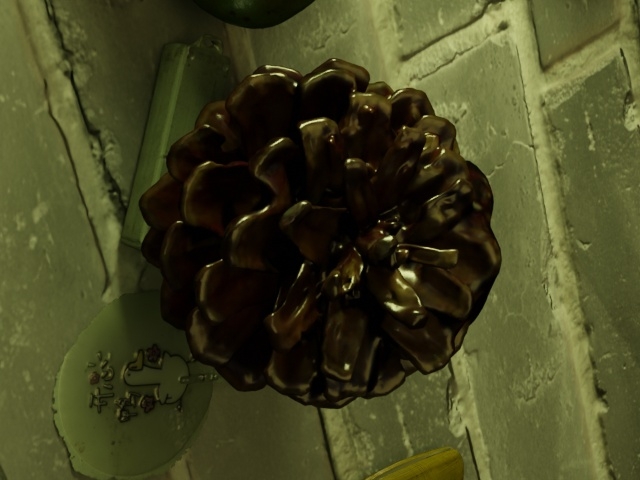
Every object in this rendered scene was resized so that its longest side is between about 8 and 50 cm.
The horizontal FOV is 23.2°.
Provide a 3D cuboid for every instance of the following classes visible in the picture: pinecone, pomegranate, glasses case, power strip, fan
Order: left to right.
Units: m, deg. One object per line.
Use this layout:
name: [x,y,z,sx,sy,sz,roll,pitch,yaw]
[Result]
power strip: [-0.167,-0.106,1.805,0.078,0.052,0.272,13,88,-44]
fan: [-0.149,0.169,1.902,0.415,0.012,0.233,-4,102,-42]
pomegranate: [-0.064,-0.339,1.789,0.225,0.187,0.187,-43,130,-64]
pinecone: [0.000,0.000,1.684,0.398,0.398,0.397,-10,105,-42]
glasses case: [0.113,0.346,2.152,0.234,0.064,0.079,-17,117,-41]
